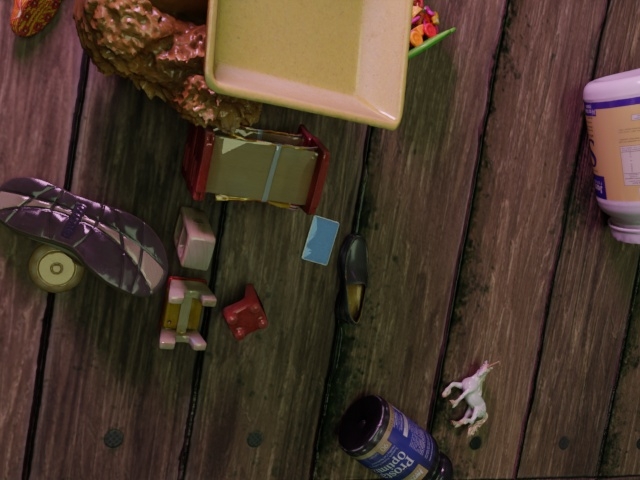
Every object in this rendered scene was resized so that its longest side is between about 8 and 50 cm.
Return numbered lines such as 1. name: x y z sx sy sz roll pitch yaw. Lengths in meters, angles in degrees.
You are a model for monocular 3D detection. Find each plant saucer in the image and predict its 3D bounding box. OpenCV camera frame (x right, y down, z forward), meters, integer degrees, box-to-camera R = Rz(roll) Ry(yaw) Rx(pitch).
1. plant saucer: -0.016 -0.329 0.802 0.332 0.081 0.333 2 95 -43
2. plant saucer: -0.412 0.042 0.972 0.083 0.015 0.084 -3 98 -22

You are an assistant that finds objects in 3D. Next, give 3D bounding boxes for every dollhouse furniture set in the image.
1. dollhouse furniture set: -0.141 -0.012 1.027 0.201 0.152 0.374 8 111 -23

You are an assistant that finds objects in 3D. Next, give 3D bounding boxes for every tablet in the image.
1. tablet: 0.000 0.000 1.139 0.054 0.006 0.083 16 92 -23

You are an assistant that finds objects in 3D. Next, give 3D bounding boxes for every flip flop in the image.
1. flip flop: -0.362 -0.005 0.956 0.277 0.080 0.112 26 70 -7

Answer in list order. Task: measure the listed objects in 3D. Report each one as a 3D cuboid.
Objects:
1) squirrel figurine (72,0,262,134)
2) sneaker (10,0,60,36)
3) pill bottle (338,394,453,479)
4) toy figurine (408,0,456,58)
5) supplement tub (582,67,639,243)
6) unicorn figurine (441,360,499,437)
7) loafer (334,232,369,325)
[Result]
1. squirrel figurine: -0.136 -0.349 0.918 0.370 0.281 0.397 22 84 -36
2. sneaker: -0.413 -0.382 0.900 0.067 0.064 0.175 23 96 14
3. pill bottle: 0.149 0.401 1.190 0.219 0.123 0.123 40 82 -21
4. toy figurine: 0.147 -0.409 1.100 0.173 0.130 0.159 -38 101 -36
5. supplement tub: 0.681 -0.180 1.266 0.240 0.241 0.332 -18 103 -19
6. unicorn figurine: 0.312 0.320 1.287 0.111 0.060 0.162 -25 122 -18
7. loafer: 0.067 0.073 1.146 0.062 0.061 0.170 1 96 -21
